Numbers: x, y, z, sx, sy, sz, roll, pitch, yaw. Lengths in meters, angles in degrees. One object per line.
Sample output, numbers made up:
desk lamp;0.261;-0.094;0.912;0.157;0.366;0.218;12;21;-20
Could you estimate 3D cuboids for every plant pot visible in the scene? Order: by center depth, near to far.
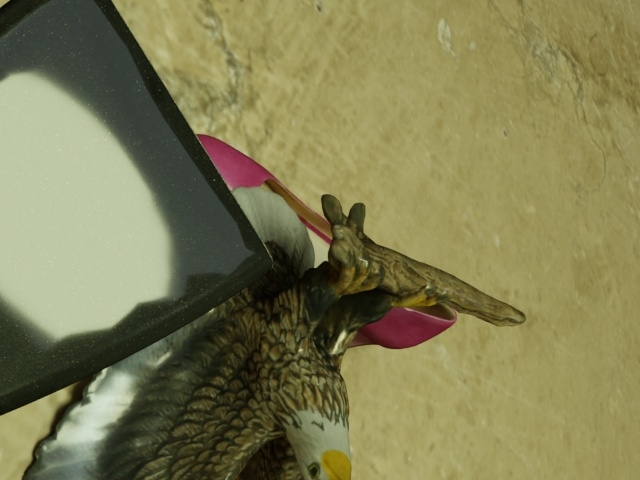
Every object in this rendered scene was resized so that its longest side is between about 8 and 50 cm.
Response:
plant pot;-0.175;-0.007;0.507;0.167;0.187;0.188;-42;110;-35

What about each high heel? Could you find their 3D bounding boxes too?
high heel;0.000;0.000;0.740;0.244;0.117;0.082;53;45;-23

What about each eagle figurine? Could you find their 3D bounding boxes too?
eagle figurine;-0.035;0.122;0.624;0.226;0.298;0.225;34;12;1
